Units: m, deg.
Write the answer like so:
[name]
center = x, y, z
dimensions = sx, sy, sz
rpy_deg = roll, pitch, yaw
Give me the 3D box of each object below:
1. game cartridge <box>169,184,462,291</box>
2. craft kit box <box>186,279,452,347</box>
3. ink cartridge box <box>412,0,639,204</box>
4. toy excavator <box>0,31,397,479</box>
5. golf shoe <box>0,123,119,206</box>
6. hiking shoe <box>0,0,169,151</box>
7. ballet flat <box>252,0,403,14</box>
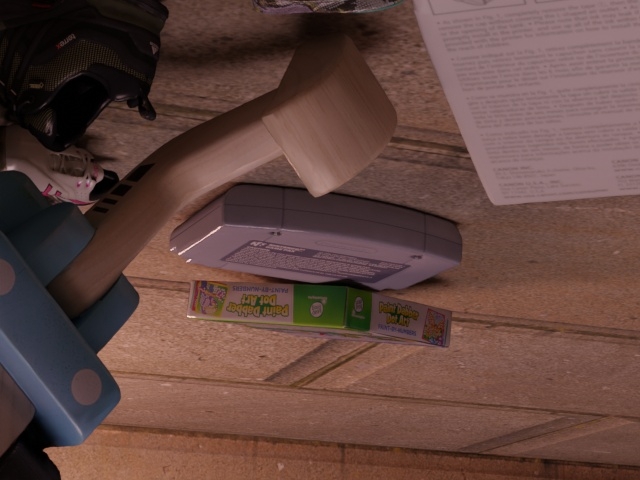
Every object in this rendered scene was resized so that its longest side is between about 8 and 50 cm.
[game cartridge]
center = 0.000, 0.000, 1.588
dimensions = 0.294, 0.060, 0.196
rpy_deg = 9, 166, -25
[craft kit box]
center = 0.001, 0.095, 1.813
dimensions = 0.250, 0.061, 0.246
rpy_deg = 1, 174, 36
[ink cartridge box]
center = 0.228, -0.169, 0.980
dimensions = 0.308, 0.091, 0.385
rpy_deg = -3, 146, 20
[toy excavator]
center = -0.202, 0.015, 1.102
dimensions = 0.433, 0.445, 0.222
rpy_deg = -10, 123, 46
[golf shoe]
center = -0.253, -0.074, 1.344
dimensions = 0.086, 0.067, 0.186
rpy_deg = -6, 172, 10
[hiking shoe]
center = -0.222, -0.124, 1.064
dimensions = 0.227, 0.114, 0.086
rpy_deg = -7, 161, 28
[ballet flat]
center = 0.004, -0.180, 0.987
dimensions = 0.114, 0.041, 0.041
rpy_deg = -2, 163, 12
